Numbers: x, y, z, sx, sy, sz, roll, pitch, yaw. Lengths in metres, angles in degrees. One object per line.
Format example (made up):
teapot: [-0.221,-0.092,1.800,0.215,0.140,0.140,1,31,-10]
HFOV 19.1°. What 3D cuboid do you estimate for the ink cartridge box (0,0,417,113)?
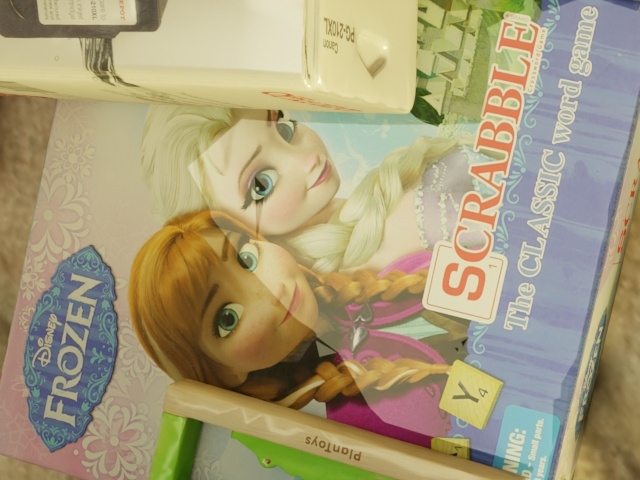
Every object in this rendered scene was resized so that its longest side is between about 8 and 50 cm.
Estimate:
ink cartridge box: [-0.085,-0.118,0.924,0.237,0.172,0.100,4,92,18]

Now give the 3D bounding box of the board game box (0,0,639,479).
board game box: [0.000,0.000,1.024,0.318,0.066,0.318,13,95,18]

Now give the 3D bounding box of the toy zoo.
toy zoo: [-0.020,0.237,0.988,0.192,0.030,0.293,14,98,17]
